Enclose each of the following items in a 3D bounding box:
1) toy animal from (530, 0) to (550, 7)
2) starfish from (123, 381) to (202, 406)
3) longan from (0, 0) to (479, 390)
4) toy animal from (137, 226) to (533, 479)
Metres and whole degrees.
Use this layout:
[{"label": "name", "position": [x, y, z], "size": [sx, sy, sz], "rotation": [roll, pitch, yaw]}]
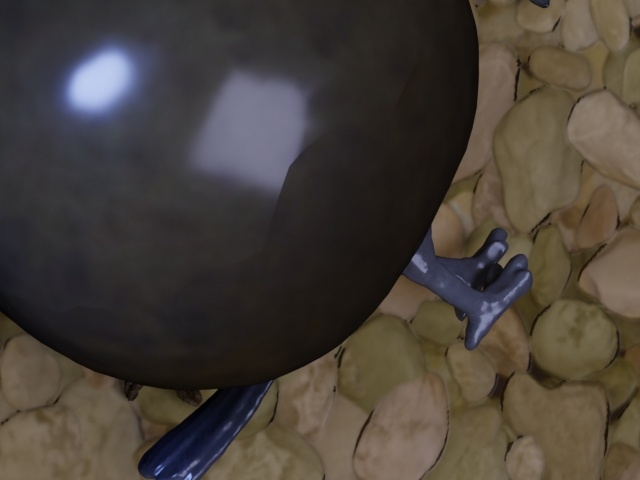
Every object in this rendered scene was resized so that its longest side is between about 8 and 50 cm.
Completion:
[{"label": "toy animal", "position": [0.118, -0.248, 1.165], "size": [0.155, 0.095, 0.219], "rotation": [-49, 121, -9]}, {"label": "starfish", "position": [-0.087, 0.063, 1.139], "size": [0.078, 0.028, 0.091], "rotation": [-28, 117, -27]}, {"label": "longan", "position": [-0.064, -0.072, 0.978], "size": [0.297, 0.297, 0.297], "rotation": [-6, 103, -30]}, {"label": "toy animal", "position": [0.034, -0.004, 1.161], "size": [0.206, 0.081, 0.367], "rotation": [22, 82, -28]}]
